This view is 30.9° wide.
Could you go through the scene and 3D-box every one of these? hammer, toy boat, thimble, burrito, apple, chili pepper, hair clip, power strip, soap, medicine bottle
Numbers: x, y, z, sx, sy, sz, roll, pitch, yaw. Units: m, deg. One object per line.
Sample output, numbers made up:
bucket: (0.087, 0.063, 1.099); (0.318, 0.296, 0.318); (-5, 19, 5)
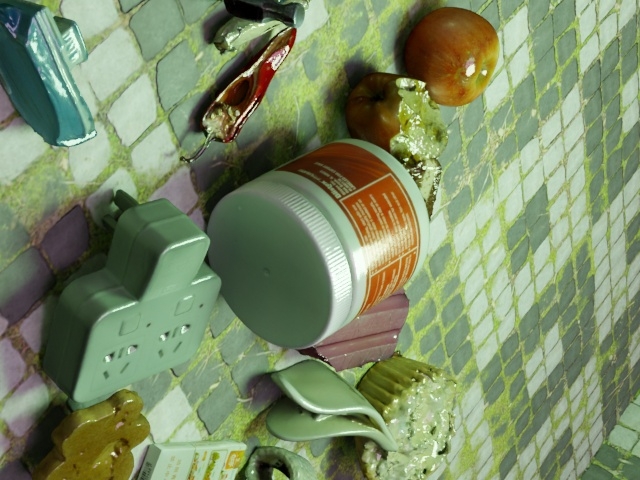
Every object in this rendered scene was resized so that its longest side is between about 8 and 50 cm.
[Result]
hammer: (-0.029, -0.360, 1.584); (0.290, 0.137, 0.037); (-47, 145, -49)
toy boat: (-0.299, -0.197, 1.315); (0.102, 0.088, 0.215); (-48, 143, -30)
thimble: (-0.068, 0.416, 2.020); (0.102, 0.115, 0.090); (-63, 148, -8)
burrito: (-0.079, -0.309, 1.599); (0.185, 0.041, 0.045); (-35, 161, -38)
apple: (0.114, -0.194, 1.853); (0.158, 0.147, 0.156); (43, 69, -33)
chili pepper: (-0.110, -0.205, 1.619); (0.268, 0.059, 0.050); (-57, -175, -18)
hair clip: (0.011, 0.283, 2.021); (0.282, 0.172, 0.113); (6, 115, -44)
power strip: (-0.252, 0.062, 1.545); (0.229, 0.141, 0.261); (-20, 141, -46)
soap: (0.036, 0.129, 1.979); (0.289, 0.112, 0.182); (-10, 118, -52)
apple: (0.217, -0.308, 1.933); (0.163, 0.139, 0.163); (-48, 156, -29)
medicine bottle: (0.000, 0.000, 1.715); (0.241, 0.253, 0.252); (-30, 134, -43)

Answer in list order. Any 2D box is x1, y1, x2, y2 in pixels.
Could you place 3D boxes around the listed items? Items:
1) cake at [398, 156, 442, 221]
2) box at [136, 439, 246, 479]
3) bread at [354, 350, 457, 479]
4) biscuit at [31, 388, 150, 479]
cake: (0.124, -0.019, 1.845); (0.112, 0.135, 0.246); (-14, 162, -33)
box: (-0.212, 0.381, 1.870); (0.220, 0.032, 0.122); (12, 100, -56)
bread: (0.159, 0.357, 2.273); (0.274, 0.149, 0.274); (-25, 128, -38)
biscuit: (-0.321, 0.308, 1.623); (0.184, 0.035, 0.248); (-25, 144, -36)
